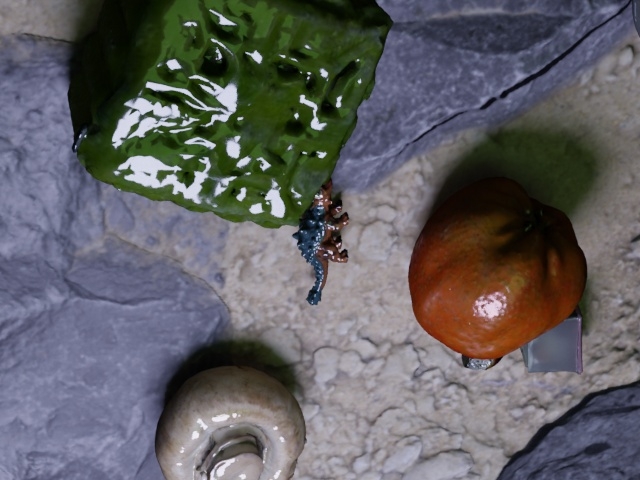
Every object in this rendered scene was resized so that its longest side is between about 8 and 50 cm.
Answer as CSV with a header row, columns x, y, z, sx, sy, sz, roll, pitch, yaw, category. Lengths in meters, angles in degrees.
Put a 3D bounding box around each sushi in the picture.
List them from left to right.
x,y,z,sx,sy,sz,roll,pitch,yaw,category
0.190,0.108,1.971,0.046,0.044,0.083,8,122,-18,sushi

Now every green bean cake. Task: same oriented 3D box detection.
x,y,z,sx,sy,sz,roll,pitch,yaw,category
-0.088,-0.158,1.662,0.246,0.156,0.250,16,117,-25,green bean cake

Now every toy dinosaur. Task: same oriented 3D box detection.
x,y,z,sx,sy,sz,roll,pitch,yaw,category
0.000,0.000,1.849,0.055,0.049,0.154,-4,118,-15,toy dinosaur

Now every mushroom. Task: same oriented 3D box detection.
x,y,z,sx,sy,sz,roll,pitch,yaw,category
-0.094,0.215,1.922,0.166,0.127,0.166,-10,130,-13,mushroom

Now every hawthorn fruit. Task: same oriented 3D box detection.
x,y,z,sx,sy,sz,roll,pitch,yaw,category
0.177,0.033,1.844,0.189,0.189,0.189,-7,124,-10,hawthorn fruit

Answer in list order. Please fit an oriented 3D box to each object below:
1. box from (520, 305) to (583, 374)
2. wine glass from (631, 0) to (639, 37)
x,y,z,sx,sy,sz,roll,pitch,yaw,category
0.254,0.103,1.977,0.063,0.060,0.085,-8,125,-3,box
0.342,-0.248,1.728,0.126,0.126,0.241,-43,120,15,wine glass
